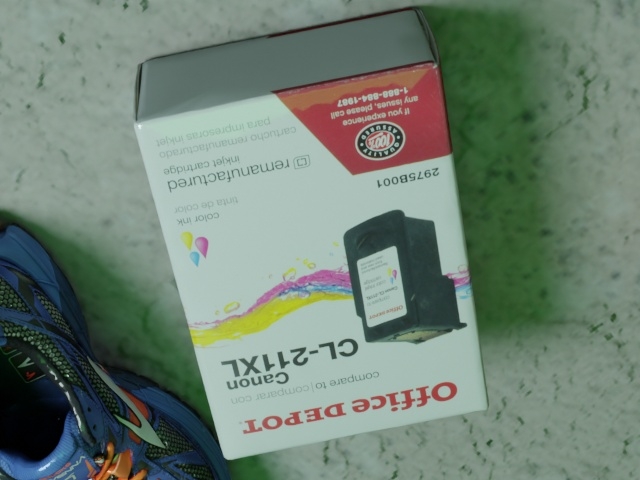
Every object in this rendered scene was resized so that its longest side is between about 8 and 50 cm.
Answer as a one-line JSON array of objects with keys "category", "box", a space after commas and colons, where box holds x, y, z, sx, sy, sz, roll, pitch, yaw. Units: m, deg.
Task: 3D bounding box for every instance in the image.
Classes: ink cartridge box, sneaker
[{"category": "ink cartridge box", "box": [0.000, 0.000, 0.612, 0.128, 0.072, 0.175, -12, 119, 1]}, {"category": "sneaker", "box": [-0.118, 0.093, 0.646, 0.083, 0.087, 0.221, -33, 116, 14]}]
